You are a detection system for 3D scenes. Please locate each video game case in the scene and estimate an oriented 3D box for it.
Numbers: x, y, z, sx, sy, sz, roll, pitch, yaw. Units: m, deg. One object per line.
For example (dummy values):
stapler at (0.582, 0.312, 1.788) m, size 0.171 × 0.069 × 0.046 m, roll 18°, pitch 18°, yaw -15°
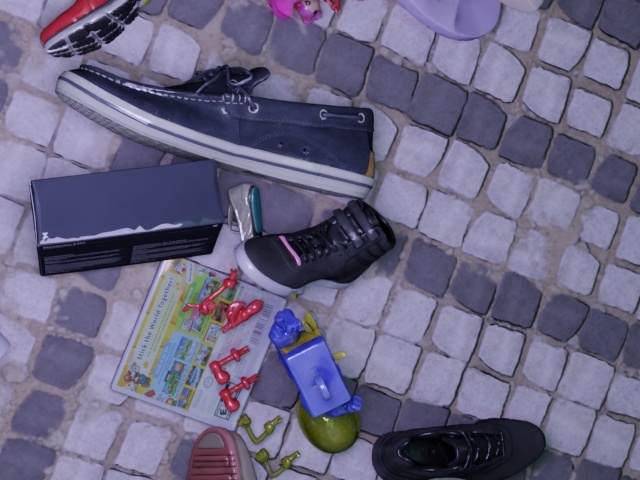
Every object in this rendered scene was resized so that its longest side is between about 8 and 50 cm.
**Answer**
video game case at (-0.187, 0.158, 1.931) m, size 0.206 × 0.026 × 0.227 m, roll 22°, pitch 90°, yaw -14°

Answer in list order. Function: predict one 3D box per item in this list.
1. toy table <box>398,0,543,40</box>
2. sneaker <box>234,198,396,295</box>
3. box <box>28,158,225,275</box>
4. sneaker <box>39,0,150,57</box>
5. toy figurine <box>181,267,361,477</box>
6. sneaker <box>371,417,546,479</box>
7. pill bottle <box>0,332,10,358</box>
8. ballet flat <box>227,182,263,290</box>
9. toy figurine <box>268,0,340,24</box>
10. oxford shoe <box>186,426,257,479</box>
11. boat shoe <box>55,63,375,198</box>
toy table at (0.205, -0.433, 1.879) m, size 0.274 × 0.161 × 0.252 m, roll 37°, pitch 69°, yaw -21°
sneaker at (0.000, 0.000, 1.830) m, size 0.147 × 0.295 × 0.105 m, roll -43°, pitch 67°, yaw 26°
box at (-0.281, -0.031, 1.801) m, size 0.261 × 0.184 × 0.103 m, roll -7°, pitch 79°, yaw -13°
sneaker at (-0.312, -0.380, 1.831) m, size 0.279 × 0.107 × 0.118 m, roll -44°, pitch 84°, yaw -10°
toy figurine at (-0.036, 0.221, 1.847) m, size 0.191 × 0.217 × 0.363 m, roll -27°, pitch 110°, yaw -13°
sneaker at (0.232, 0.338, 1.986) m, size 0.286 × 0.130 × 0.109 m, roll -7°, pitch 78°, yaw -15°
pill bottle at (-0.585, 0.094, 1.759) m, size 0.161 × 0.161 × 0.283 m, roll -43°, pitch 102°, yaw -6°
ballet flat at (-0.113, -0.005, 1.928) m, size 0.052 × 0.057 × 0.168 m, roll -5°, pitch 93°, yaw 17°
toy figurine at (-0.004, -0.390, 1.899) m, size 0.159 × 0.130 × 0.173 m, roll -39°, pitch 128°, yaw 6°
oxford shoe at (-0.110, 0.478, 1.946) m, size 0.146 × 0.140 × 0.397 m, roll -10°, pitch 93°, yaw -43°
boat shoe at (-0.139, -0.186, 1.835) m, size 0.500 × 0.187 × 0.156 m, roll 13°, pitch 90°, yaw -21°
